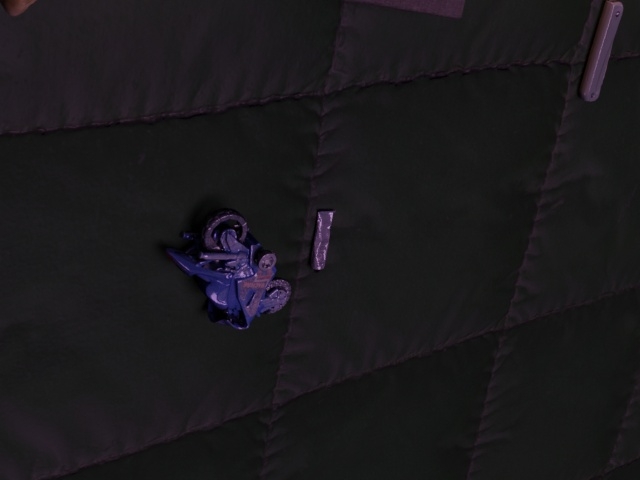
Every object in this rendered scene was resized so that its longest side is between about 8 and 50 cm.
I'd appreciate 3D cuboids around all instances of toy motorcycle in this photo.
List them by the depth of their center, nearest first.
[{"bbox_3d":[-0.112,0.045,1.460,0.114,0.076,0.205,-39,136,-7],"label":"toy motorcycle"}]

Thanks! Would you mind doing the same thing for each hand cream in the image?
[{"bbox_3d":[0.000,0.000,1.577,0.030,0.019,0.093,-6,113,-39],"label":"hand cream"}]

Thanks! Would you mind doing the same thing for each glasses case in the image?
[{"bbox_3d":[0.086,-0.309,1.408,0.205,0.071,0.047,0,112,-43],"label":"glasses case"}]

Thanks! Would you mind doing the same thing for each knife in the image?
[{"bbox_3d":[0.436,-0.292,1.786,0.044,0.023,0.162,-10,122,-37],"label":"knife"}]

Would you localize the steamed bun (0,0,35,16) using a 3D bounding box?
[{"bbox_3d":[-0.167,-0.397,0.967,0.189,0.247,0.428,-6,151,-37],"label":"steamed bun"}]
